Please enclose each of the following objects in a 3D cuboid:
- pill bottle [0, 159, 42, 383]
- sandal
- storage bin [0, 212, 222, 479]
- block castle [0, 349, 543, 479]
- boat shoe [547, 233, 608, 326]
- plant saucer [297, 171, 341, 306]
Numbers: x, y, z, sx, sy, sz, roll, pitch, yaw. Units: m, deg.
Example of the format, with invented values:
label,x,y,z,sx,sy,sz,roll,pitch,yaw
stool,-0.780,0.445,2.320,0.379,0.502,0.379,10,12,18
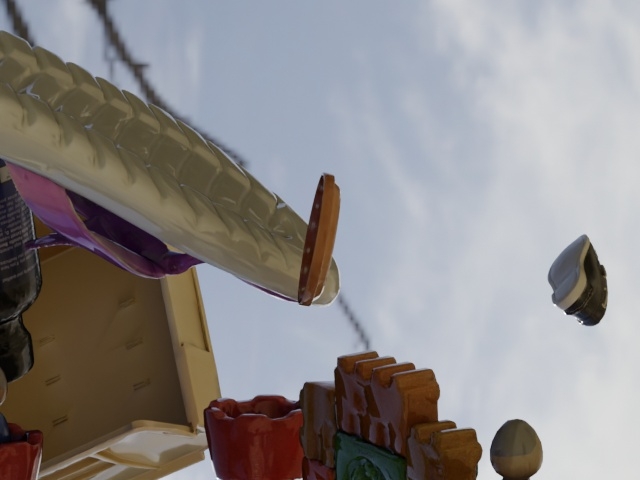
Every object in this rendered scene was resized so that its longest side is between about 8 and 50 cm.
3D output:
label,x,y,z,sx,sy,sz,roll,pitch,yaw
pill bottle,-0.267,-0.007,1.393,0.123,0.122,0.219,-36,-56,-60
sandal,-0.177,-0.049,1.271,0.102,0.416,0.169,-55,21,19
storage bin,-0.234,0.096,1.690,0.123,0.260,0.262,29,-138,-54
block castle,-0.053,0.189,1.206,0.303,0.453,0.213,-4,-84,-25
boat shoe,0.214,0.033,1.569,0.038,0.046,0.125,40,-163,-9
plant saucer,0.000,0.000,1.182,0.083,0.013,0.084,-170,90,-85
